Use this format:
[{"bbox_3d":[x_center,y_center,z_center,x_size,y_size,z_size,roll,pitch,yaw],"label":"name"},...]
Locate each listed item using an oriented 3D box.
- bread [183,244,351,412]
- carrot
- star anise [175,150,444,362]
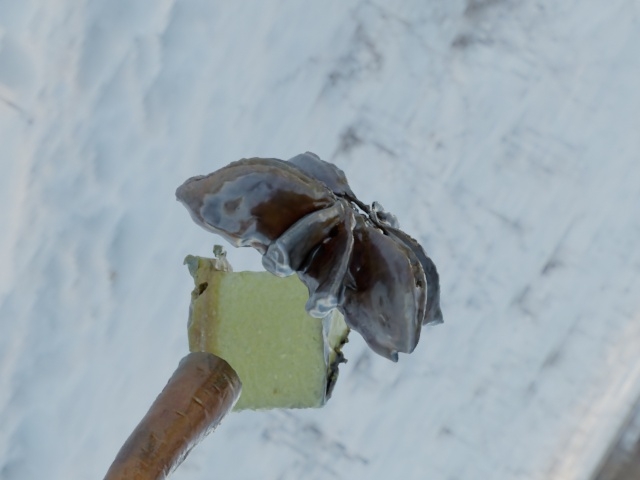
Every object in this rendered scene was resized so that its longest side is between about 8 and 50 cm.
[{"bbox_3d":[-0.045,0.088,1.549,0.127,0.147,0.152,34,59,-63],"label":"bread"},{"bbox_3d":[-0.133,0.176,1.265,0.224,0.057,0.057,-55,168,-40],"label":"carrot"},{"bbox_3d":[0.000,0.000,1.342,0.093,0.236,0.229,-56,-150,18],"label":"star anise"}]
